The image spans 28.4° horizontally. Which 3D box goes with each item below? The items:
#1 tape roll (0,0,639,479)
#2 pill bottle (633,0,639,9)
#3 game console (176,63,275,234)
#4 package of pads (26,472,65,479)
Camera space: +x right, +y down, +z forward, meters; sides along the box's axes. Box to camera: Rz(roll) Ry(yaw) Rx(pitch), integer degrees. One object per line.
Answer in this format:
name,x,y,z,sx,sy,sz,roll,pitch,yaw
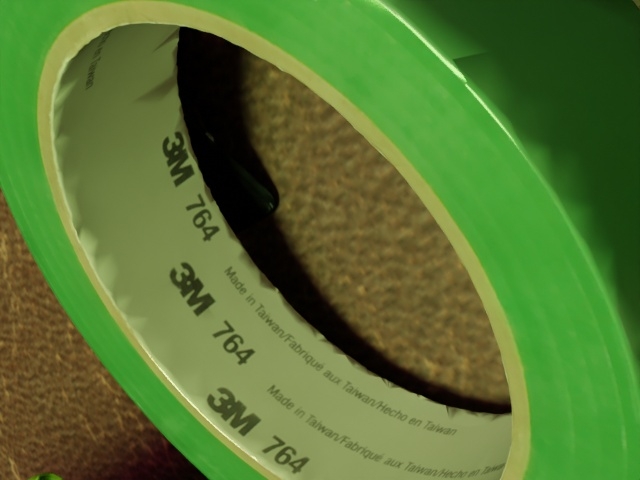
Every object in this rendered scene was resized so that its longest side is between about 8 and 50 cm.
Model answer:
tape roll,0.000,0.000,0.489,0.321,0.077,0.321,30,141,28
pill bottle,0.070,-0.116,0.428,0.116,0.065,0.065,55,138,13
game console,-0.083,-0.053,0.661,0.122,0.071,0.107,-28,57,48
package of pads,-0.119,0.278,0.695,0.296,0.101,0.229,45,130,-13
